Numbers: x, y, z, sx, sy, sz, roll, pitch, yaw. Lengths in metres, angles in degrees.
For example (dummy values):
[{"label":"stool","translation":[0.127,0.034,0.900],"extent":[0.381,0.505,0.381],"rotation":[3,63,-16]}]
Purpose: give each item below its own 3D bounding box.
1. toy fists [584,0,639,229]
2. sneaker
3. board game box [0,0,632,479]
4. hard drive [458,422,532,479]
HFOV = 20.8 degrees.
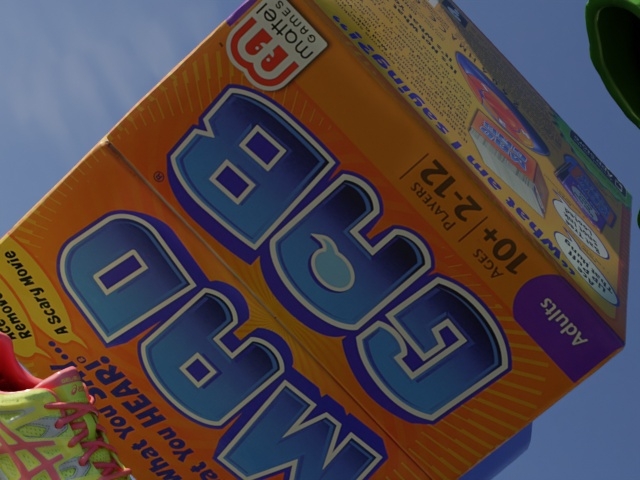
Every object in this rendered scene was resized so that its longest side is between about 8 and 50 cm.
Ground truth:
[{"label":"toy fists","translation":[0.258,-0.091,1.121],"extent":[0.096,0.142,0.279],"rotation":[29,-31,50]},{"label":"sneaker","translation":[-0.168,0.132,1.123],"extent":[0.208,0.081,0.094],"rotation":[32,-79,17]},{"label":"board game box","translation":[0.000,0.000,1.406],"extent":[0.356,0.356,0.356],"rotation":[-41,-83,20]},{"label":"hard drive","translation":[0.153,0.158,1.781],"extent":[0.040,0.318,0.210],"rotation":[10,-76,24]}]
